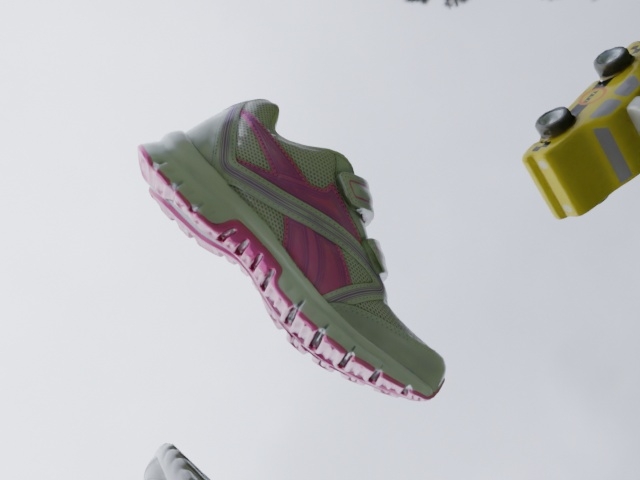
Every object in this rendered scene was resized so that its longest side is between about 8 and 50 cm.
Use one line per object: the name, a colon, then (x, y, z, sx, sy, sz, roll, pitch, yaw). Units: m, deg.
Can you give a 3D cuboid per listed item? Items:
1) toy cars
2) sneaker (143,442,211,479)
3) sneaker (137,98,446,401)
toy cars: (0.377, -0.107, 0.779, 0.394, 0.087, 0.176, -2, -81, -28)
sneaker: (-0.129, 0.257, 0.666, 0.105, 0.281, 0.115, 46, -105, -8)
sneaker: (0.000, 0.000, 0.515, 0.252, 0.103, 0.111, 46, -106, -2)
